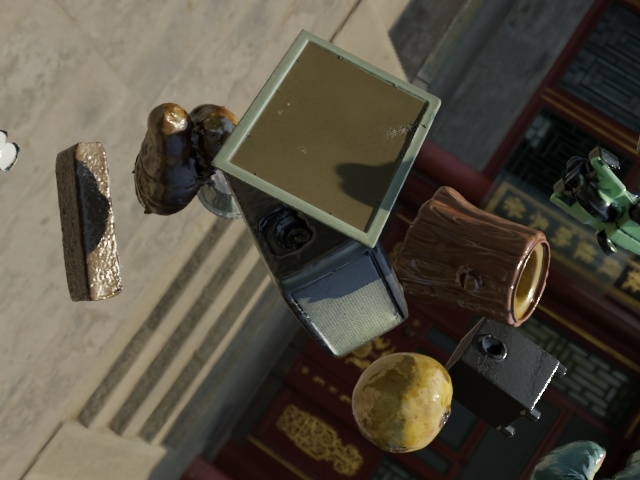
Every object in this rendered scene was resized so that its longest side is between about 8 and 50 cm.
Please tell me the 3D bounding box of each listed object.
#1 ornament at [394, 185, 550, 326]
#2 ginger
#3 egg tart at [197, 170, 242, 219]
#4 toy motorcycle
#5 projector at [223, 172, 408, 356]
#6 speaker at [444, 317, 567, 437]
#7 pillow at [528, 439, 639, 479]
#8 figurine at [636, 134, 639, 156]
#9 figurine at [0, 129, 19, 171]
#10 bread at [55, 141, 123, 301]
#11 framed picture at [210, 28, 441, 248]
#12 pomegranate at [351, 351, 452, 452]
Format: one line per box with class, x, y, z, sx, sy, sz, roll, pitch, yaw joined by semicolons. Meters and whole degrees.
ornament;0.280;0.040;1.428;0.221;0.217;0.235;-13;116;-54
ginger;-0.314;-0.190;1.869;0.254;0.176;0.418;-6;156;-27
egg tart;-0.244;-0.174;2.225;0.234;0.234;0.094;-55;167;-10
toy motorcycle;0.601;-0.045;1.521;0.125;0.331;0.196;-48;-164;34
projector;0.000;0.000;1.736;0.242;0.395;0.405;-29;146;1
speaker;0.475;0.356;2.096;0.184;0.254;0.232;-50;170;-28
pillow;0.440;0.375;1.226;0.233;0.086;0.214;-9;-164;46
figurine;0.565;-0.035;1.046;0.284;0.342;0.167;-16;125;-10
figurine;-0.670;-0.186;1.445;0.138;0.245;0.110;63;42;-52
bread;-0.620;-0.046;2.110;0.113;0.417;0.165;-7;-178;-40
framed picture;0.018;-0.145;1.069;0.296;0.232;0.019;-61;179;-35
pomegranate;0.201;0.393;1.945;0.260;0.260;0.260;-55;172;-12
